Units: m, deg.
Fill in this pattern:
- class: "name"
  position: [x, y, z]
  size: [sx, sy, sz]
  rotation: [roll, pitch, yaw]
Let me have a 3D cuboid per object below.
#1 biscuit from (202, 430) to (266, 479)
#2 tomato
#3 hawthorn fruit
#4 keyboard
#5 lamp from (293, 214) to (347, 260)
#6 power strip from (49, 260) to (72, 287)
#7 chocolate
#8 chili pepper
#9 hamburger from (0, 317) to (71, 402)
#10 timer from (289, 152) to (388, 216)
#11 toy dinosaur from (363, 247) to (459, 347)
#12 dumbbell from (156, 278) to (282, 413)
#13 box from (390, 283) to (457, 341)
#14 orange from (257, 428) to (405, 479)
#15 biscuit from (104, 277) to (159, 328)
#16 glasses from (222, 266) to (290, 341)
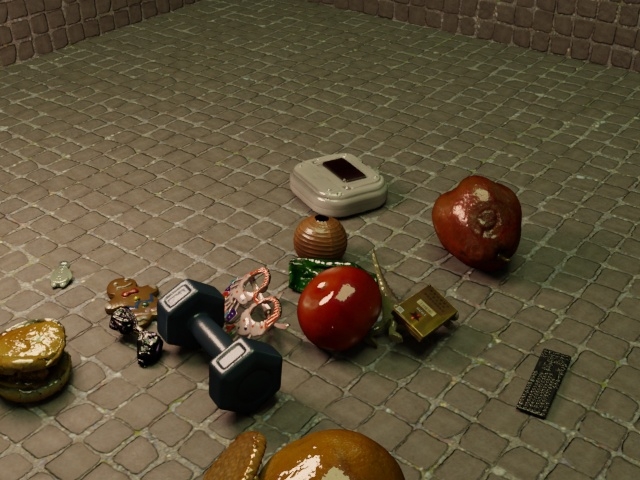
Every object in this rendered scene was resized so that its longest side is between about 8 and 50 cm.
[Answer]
- class: "biscuit"
  position: [-0.163, 0.417, 1.321]
  size: [0.035, 0.254, 0.254]
  rotation: [35, 33, -10]
- class: "tomato"
  position: [0.038, 0.141, 1.773]
  size: [0.195, 0.136, 0.195]
  rotation: [-25, 39, 22]
- class: "hawthorn fruit"
  position: [0.394, -0.028, 2.009]
  size: [0.224, 0.224, 0.261]
  rotation: [-7, 48, -10]
- class: "keyboard"
  position: [0.460, 0.289, 1.683]
  size: [0.061, 0.013, 0.204]
  rotation: [16, 36, 24]
- class: "lamp"
  position: [0.000, 0.000, 2.039]
  size: [0.136, 0.136, 0.136]
  rotation: [-1, 33, 0]
- class: "power strip"
  position: [-0.634, 0.087, 2.015]
  size: [0.055, 0.035, 0.083]
  rotation: [-1, 46, 0]
- class: "chocolate"
  position: [-0.396, 0.211, 1.788]
  size: [0.072, 0.070, 0.147]
  rotation: [-41, 68, -11]
- class: "chili pepper"
  position: [0.036, 0.090, 1.946]
  size: [0.253, 0.083, 0.099]
  rotation: [10, 46, 20]
- class: "hamburger"
  position: [-0.599, 0.247, 1.695]
  size: [0.177, 0.113, 0.185]
  rotation: [-31, 35, -30]
- class: "timer"
  position: [0.050, -0.164, 2.333]
  size: [0.237, 0.087, 0.262]
  rotation: [-18, 37, -25]
- class: "toy dinosaur"
  position: [0.168, 0.150, 1.823]
  size: [0.251, 0.072, 0.200]
  rotation: [26, 51, 24]
- class: "dumbbell"
  position: [-0.213, 0.212, 1.688]
  size: [0.160, 0.144, 0.325]
  rotation: [19, 13, -44]
- class: "box"
  position: [0.226, 0.154, 1.772]
  size: [0.090, 0.023, 0.133]
  rotation: [42, 46, 20]
- class: "orange"
  position: [0.014, 0.418, 1.278]
  size: [0.264, 0.264, 0.264]
  rotation: [-1, 33, 0]
- class: "biscuit"
  position: [-0.438, 0.139, 1.926]
  size: [0.138, 0.031, 0.205]
  rotation: [-22, 37, -29]
- class: "glasses"
  position: [-0.155, 0.166, 1.852]
  size: [0.162, 0.095, 0.255]
  rotation: [-30, 36, 6]
